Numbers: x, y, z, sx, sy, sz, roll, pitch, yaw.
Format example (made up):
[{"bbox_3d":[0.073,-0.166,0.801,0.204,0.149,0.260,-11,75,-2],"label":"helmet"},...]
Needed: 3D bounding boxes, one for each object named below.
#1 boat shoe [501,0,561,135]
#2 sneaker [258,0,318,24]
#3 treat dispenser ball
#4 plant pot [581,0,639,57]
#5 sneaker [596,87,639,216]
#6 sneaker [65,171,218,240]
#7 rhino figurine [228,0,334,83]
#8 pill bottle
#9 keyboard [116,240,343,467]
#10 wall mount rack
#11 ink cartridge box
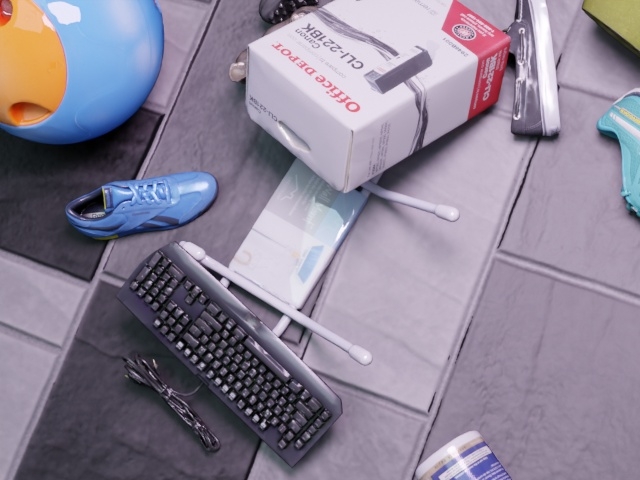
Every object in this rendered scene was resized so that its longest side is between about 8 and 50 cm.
[{"bbox_3d":[0.263,-0.243,1.467,0.076,0.080,0.228,-6,82,11],"label":"boat shoe"},{"bbox_3d":[-0.024,-0.405,1.580,0.106,0.078,0.234,35,82,22],"label":"sneaker"},{"bbox_3d":[-0.354,-0.272,1.511,0.288,0.288,0.288,-4,75,13],"label":"treat dispenser ball"},{"bbox_3d":[0.466,-0.356,1.367,0.275,0.275,0.293,43,105,20],"label":"plant pot"},{"bbox_3d":[0.426,-0.059,1.377,0.110,0.107,0.275,-29,64,25],"label":"sneaker"},{"bbox_3d":[-0.244,-0.052,1.535,0.209,0.082,0.069,-14,71,8],"label":"sneaker"},{"bbox_3d":[-0.017,-0.281,1.532,0.243,0.106,0.073,-36,100,1],"label":"rhino figurine"},{"bbox_3d":[0.194,0.316,1.320,0.094,0.094,0.169,-36,70,2],"label":"pill bottle"},{"bbox_3d":[-0.139,0.167,1.431,0.317,0.033,0.201,43,114,9],"label":"keyboard"},{"bbox_3d":[0.000,0.000,1.434,0.304,0.130,0.350,30,85,19],"label":"wall mount rack"},{"bbox_3d":[0.069,-0.207,1.410,0.273,0.114,0.197,-33,59,-27],"label":"ink cartridge box"}]
